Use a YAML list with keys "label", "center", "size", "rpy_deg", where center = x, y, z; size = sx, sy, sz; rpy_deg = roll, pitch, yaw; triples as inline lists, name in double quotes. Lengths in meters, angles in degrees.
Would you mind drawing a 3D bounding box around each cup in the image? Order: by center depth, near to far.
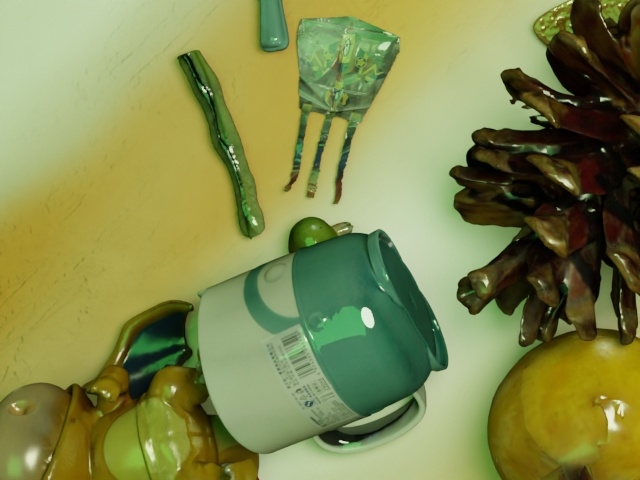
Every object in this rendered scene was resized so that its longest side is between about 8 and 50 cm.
- label: "cup"
  center: [0.012, 0.142, 1.297]
  size: [0.257, 0.219, 0.290]
  rpy_deg: [-23, 119, 16]

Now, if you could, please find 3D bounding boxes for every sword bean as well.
- label: "sword bean"
  center: [-0.128, -0.131, 1.425]
  size: [0.043, 0.038, 0.269]
  rpy_deg: [-21, 85, 9]

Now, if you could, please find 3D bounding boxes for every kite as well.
- label: "kite"
  center: [0.016, -0.173, 1.395]
  size: [0.141, 0.015, 0.245]
  rpy_deg: [14, 90, 17]

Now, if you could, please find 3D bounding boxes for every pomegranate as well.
- label: "pomegranate"
  center: [-0.004, -0.001, 1.378]
  size: [0.073, 0.073, 0.084]
  rpy_deg: [27, 57, 14]

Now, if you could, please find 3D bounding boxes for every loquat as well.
- label: "loquat"
  center: [0.307, 0.212, 1.202]
  size: [0.235, 0.235, 0.235]
  rpy_deg: [0, 90, 16]

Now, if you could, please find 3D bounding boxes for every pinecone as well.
- label: "pinecone"
  center: [0.292, -0.048, 1.129]
  size: [0.384, 0.384, 0.385]
  rpy_deg: [0, 90, 16]

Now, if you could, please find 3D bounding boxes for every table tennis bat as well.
- label: "table tennis bat"
  center: [-0.069, -0.366, 1.412]
  size: [0.149, 0.038, 0.237]
  rpy_deg: [-8, 83, 14]

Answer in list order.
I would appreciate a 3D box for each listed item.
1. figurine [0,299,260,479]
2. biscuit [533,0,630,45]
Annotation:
- label: "figurine"
  center: [-0.259, 0.313, 1.344]
  size: [0.387, 0.268, 0.401]
  rpy_deg: [-21, 89, 12]
- label: "biscuit"
  center: [0.383, -0.256, 1.283]
  size: [0.250, 0.035, 0.162]
  rpy_deg: [4, 86, 15]
